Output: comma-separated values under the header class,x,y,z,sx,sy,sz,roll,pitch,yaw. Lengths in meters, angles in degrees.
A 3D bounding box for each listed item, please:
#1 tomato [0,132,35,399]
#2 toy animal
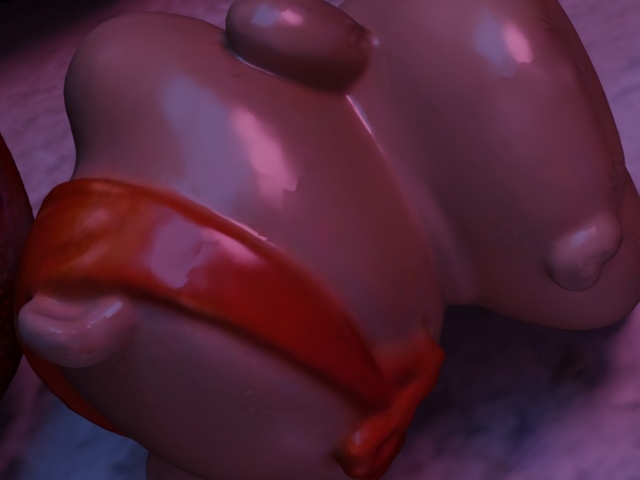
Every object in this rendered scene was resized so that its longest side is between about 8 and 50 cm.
class,x,y,z,sx,sy,sz,roll,pitch,yaw
tomato,-0.173,0.014,0.694,0.173,0.099,0.189,29,101,21
toy animal,0.000,0.000,0.599,0.197,0.171,0.171,-29,45,-7
